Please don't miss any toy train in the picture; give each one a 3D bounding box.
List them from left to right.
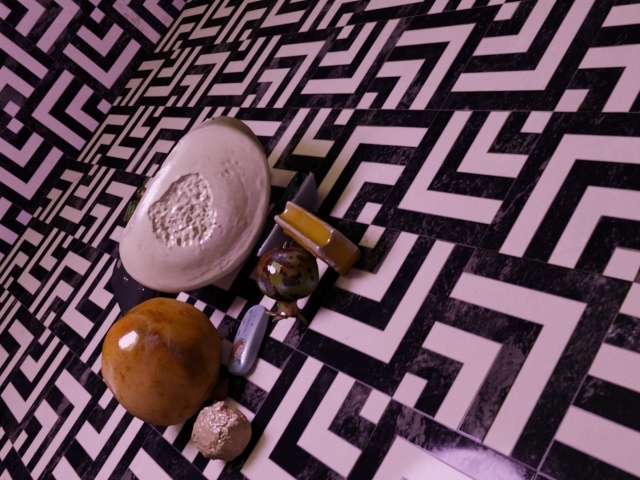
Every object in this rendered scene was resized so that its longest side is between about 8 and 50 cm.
[{"bbox_3d":[-0.569,-0.119,2.498,0.225,0.090,0.137,-8,59,46],"label":"toy train"}]

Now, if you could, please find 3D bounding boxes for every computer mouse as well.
[{"bbox_3d":[-0.544,0.129,2.206,0.170,0.100,0.269,-60,39,22],"label":"computer mouse"}]

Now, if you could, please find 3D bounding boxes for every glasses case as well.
[{"bbox_3d":[-0.169,0.233,1.725,0.067,0.045,0.178,-13,49,43],"label":"glasses case"}]

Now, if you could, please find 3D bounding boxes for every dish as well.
[{"bbox_3d":[-0.078,-0.054,1.841,0.243,0.080,0.182,-57,14,-2],"label":"dish"}]

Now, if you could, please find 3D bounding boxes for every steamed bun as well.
[{"bbox_3d":[-0.287,-0.083,1.872,0.456,0.290,0.371,-57,10,8],"label":"steamed bun"}]

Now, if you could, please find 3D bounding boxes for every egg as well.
[{"bbox_3d":[-0.207,0.403,1.544,0.140,0.118,0.116,-16,29,29],"label":"egg"}]

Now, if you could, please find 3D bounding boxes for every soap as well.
[{"bbox_3d":[0.000,0.000,1.666,0.073,0.140,0.232,-52,33,-2],"label":"soap"}]

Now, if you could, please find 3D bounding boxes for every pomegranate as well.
[{"bbox_3d":[-0.366,0.275,1.691,0.307,0.307,0.307,-30,39,28],"label":"pomegranate"},{"bbox_3d":[-0.076,0.091,1.630,0.148,0.148,0.169,-123,45,-55],"label":"pomegranate"}]
